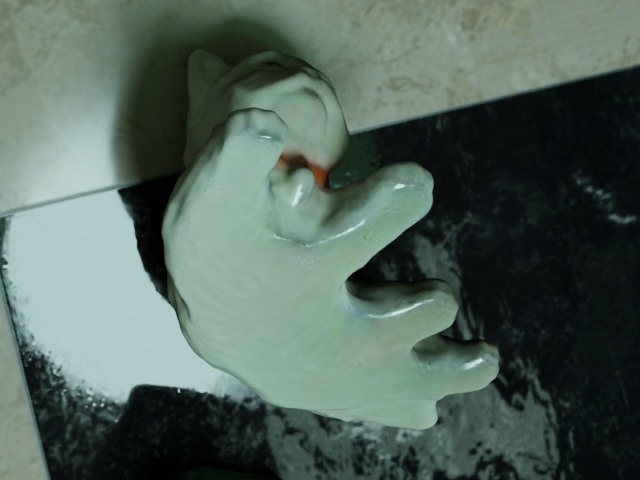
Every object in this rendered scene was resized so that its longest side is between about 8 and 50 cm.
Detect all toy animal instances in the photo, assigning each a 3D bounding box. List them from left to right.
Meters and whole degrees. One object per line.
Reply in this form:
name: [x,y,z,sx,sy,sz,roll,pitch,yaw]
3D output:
toy animal: [0.000,0.000,1.127,0.308,0.188,0.266,12,121,-29]

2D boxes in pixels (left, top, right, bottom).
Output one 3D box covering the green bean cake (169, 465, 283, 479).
green bean cake: [-0.079,0.285,1.131,0.107,0.208,0.193,16,97,-15]
